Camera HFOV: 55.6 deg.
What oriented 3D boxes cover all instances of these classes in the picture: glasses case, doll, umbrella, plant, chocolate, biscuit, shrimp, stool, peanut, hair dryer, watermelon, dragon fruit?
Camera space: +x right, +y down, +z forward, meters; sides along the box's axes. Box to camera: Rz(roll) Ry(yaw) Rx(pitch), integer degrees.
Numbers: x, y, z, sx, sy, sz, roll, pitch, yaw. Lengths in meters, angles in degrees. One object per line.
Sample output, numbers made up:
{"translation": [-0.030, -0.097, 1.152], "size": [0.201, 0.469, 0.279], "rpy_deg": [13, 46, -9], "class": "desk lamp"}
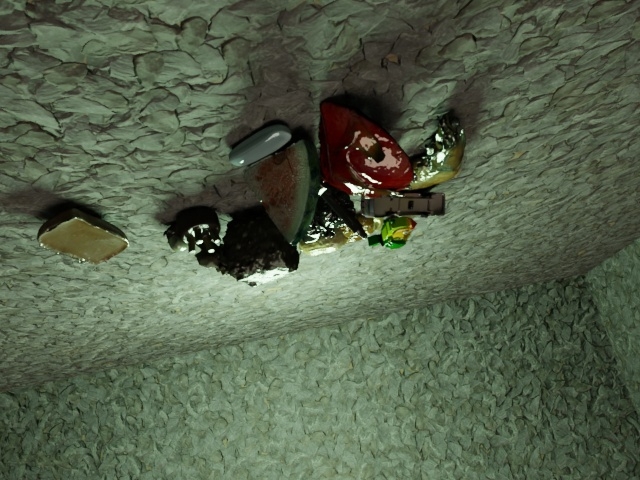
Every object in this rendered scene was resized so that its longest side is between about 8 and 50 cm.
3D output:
{"translation": [-0.149, -0.231, 1.486], "size": [0.179, 0.045, 0.067], "rpy_deg": [-26, 159, 31], "class": "glasses case"}
{"translation": [0.267, -0.032, 2.207], "size": [0.135, 0.106, 0.186], "rpy_deg": [0, 157, -20], "class": "doll"}
{"translation": [-0.014, -0.052, 1.936], "size": [0.154, 0.128, 0.337], "rpy_deg": [-26, 178, -41], "class": "umbrella"}
{"translation": [-0.238, 0.040, 1.931], "size": [0.313, 0.213, 0.215], "rpy_deg": [-17, 163, 12], "class": "plant"}
{"translation": [-0.660, -0.021, 1.692], "size": [0.161, 0.083, 0.261], "rpy_deg": [-27, 154, 11], "class": "chocolate"}
{"translation": [0.094, -0.034, 2.190], "size": [0.226, 0.042, 0.226], "rpy_deg": [-10, 160, -4], "class": "biscuit"}
{"translation": [0.278, -0.238, 1.707], "size": [0.272, 0.085, 0.445], "rpy_deg": [-6, 164, -3], "class": "shrimp"}
{"translation": [-0.384, -0.019, 1.824], "size": [0.217, 0.121, 0.125], "rpy_deg": [-27, 158, 21], "class": "stool"}
{"translation": [0.000, 0.000, 2.086], "size": [0.090, 0.098, 0.214], "rpy_deg": [34, 149, -33], "class": "peanut"}
{"translation": [0.041, -0.093, 1.746], "size": [0.114, 0.248, 0.070], "rpy_deg": [-36, -170, 49], "class": "hair dryer"}
{"translation": [-0.103, -0.121, 1.565], "size": [0.201, 0.261, 0.213], "rpy_deg": [6, 179, 5], "class": "watermelon"}
{"translation": [0.102, -0.186, 1.510], "size": [0.282, 0.100, 0.343], "rpy_deg": [19, 157, 9], "class": "dragon fruit"}

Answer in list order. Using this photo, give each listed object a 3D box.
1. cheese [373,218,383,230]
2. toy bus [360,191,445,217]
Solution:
{"translation": [0.201, -0.069, 2.140], "size": [0.044, 0.030, 0.083], "rpy_deg": [-47, 151, -30], "class": "cheese"}
{"translation": [0.269, -0.118, 1.976], "size": [0.274, 0.090, 0.112], "rpy_deg": [-1, -177, -26], "class": "toy bus"}
